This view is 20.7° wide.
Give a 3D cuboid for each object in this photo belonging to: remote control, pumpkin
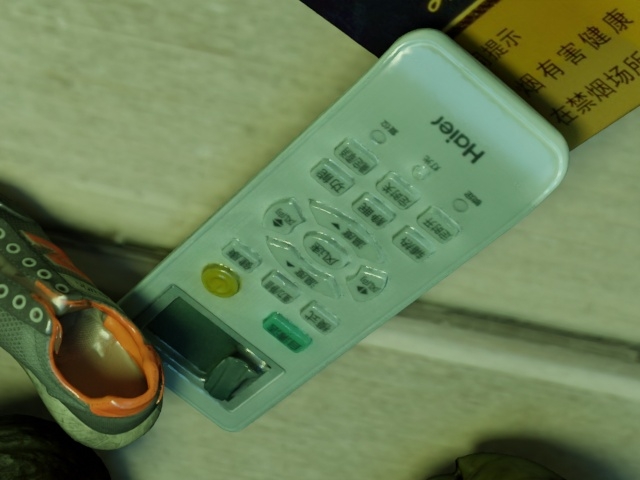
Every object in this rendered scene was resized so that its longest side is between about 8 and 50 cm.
[{"bbox_3d":[-0.001,0.001,0.895,0.103,0.051,0.293,39,131,-12],"label":"remote control"},{"bbox_3d":[-0.171,0.153,0.979,0.119,0.107,0.183,-12,145,-3],"label":"pumpkin"}]

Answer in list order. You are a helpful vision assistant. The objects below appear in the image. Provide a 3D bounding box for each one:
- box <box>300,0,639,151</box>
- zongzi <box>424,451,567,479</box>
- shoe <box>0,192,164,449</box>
[{"bbox_3d":[0.062,-0.146,0.804,0.237,0.070,0.152,33,145,-16],"label":"box"},{"bbox_3d":[0.214,0.279,1.007,0.393,0.174,0.356,-7,111,-4],"label":"zongzi"},{"bbox_3d":[-0.151,0.027,0.909,0.194,0.077,0.074,46,67,-3],"label":"shoe"}]
